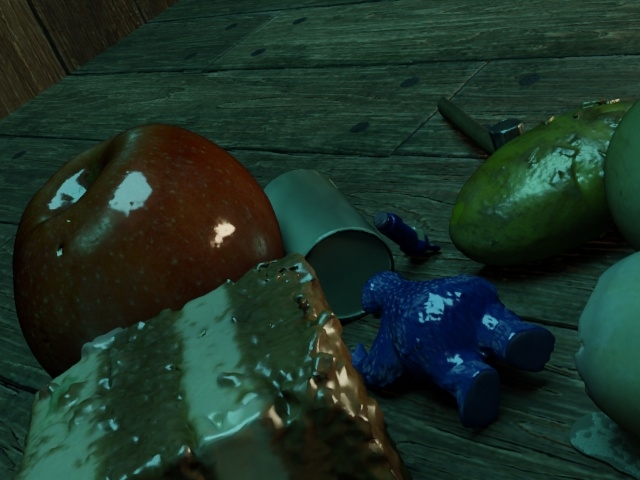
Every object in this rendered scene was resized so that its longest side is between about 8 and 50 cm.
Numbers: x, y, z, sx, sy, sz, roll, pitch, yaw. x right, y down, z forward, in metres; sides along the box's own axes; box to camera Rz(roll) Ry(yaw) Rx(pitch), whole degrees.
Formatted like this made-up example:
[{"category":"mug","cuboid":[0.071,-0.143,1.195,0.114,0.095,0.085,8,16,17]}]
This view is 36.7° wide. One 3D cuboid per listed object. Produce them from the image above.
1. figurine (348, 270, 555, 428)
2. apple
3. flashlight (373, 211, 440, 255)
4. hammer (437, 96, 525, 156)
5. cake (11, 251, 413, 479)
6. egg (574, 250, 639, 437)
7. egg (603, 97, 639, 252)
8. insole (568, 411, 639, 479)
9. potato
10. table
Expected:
[{"category":"figurine","cuboid":[0.117,0.086,1.025,0.164,0.121,0.262,-43,32,-25]},{"category":"apple","cuboid":[-0.212,0.029,1.162,0.348,0.277,0.349,-30,30,19]},{"category":"flashlight","cuboid":[0.103,-0.010,1.210,0.057,0.121,0.036,-3,69,33]},{"category":"hammer","cuboid":[0.225,-0.153,1.388,0.043,0.111,0.365,-23,22,-1]},{"category":"cake","cuboid":[-0.071,0.207,0.815,0.290,0.282,0.256,-28,22,1]},{"category":"egg","cuboid":[0.334,0.091,0.795,0.217,0.183,0.183,14,45,40]},{"category":"egg","cuboid":[0.420,-0.051,0.934,0.295,0.218,0.218,22,51,37]},{"category":"insole","cuboid":[0.294,0.194,0.831,0.065,0.006,0.193,-37,31,-21]},{"category":"potato","cuboid":[0.287,-0.070,1.141,0.298,0.141,0.176,-25,20,-3]},{"category":"table","cuboid":[0.000,0.000,1.250,0.126,0.126,0.220,-27,29,-5]}]
